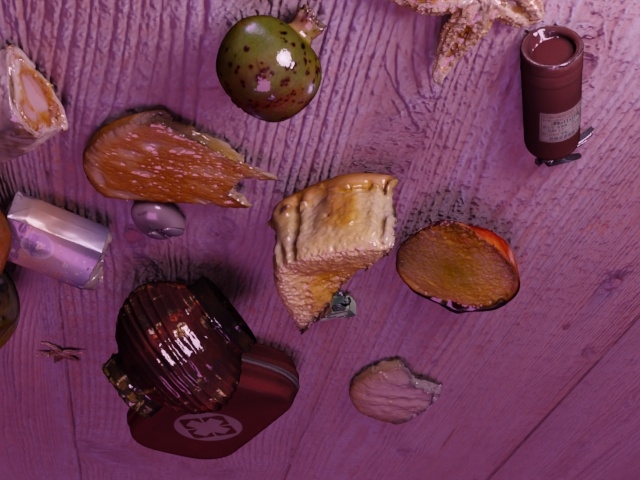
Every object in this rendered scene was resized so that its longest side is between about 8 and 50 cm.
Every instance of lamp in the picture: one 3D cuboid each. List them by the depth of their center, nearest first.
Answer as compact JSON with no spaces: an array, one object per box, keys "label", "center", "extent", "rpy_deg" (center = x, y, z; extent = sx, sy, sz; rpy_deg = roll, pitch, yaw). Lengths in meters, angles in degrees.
[{"label":"lamp","center":[-0.230,0.176,1.431],"extent":[0.247,0.247,0.247],"rpy_deg":[0,145,0]}]

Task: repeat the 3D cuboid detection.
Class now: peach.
[{"label":"peach","center":[0.208,0.023,1.353],"extent":[0.189,0.068,0.279],"rpy_deg":[0,148,14]}]

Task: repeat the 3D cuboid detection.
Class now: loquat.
[{"label":"loquat","center":[-0.559,0.104,1.374],"extent":[0.179,0.179,0.227],"rpy_deg":[11,161,-14]}]

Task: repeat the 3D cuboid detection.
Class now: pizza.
[{"label":"pizza","center":[-0.188,-0.104,1.201],"extent":[0.262,0.034,0.181],"rpy_deg":[9,145,-11]}]

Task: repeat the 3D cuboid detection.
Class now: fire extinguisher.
[{"label":"fire extinguisher","center":[0.296,-0.163,1.092],"extent":[0.099,0.071,0.231],"rpy_deg":[-30,144,-5]}]

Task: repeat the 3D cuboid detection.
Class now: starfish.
[{"label":"starfish","center":[0.166,-0.287,0.928],"extent":[0.231,0.048,0.295],"rpy_deg":[22,138,-28]},{"label":"starfish","center":[-0.489,0.213,1.674],"extent":[0.086,0.016,0.092],"rpy_deg":[-19,138,23]}]

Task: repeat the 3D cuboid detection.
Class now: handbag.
[{"label":"handbag","center":[-0.389,0.004,1.315],"extent":[0.173,0.095,0.117],"rpy_deg":[24,138,-19]}]

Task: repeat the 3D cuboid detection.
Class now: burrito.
[{"label":"burrito","center":[-0.464,-0.130,1.109],"extent":[0.299,0.105,0.143],"rpy_deg":[-18,145,22]}]

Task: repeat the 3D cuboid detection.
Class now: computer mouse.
[{"label":"computer mouse","center":[-0.239,-0.027,1.307],"extent":[0.066,0.039,0.096],"rpy_deg":[-12,144,17]}]

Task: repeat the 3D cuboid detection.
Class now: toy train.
[{"label":"toy train","center":[0.017,0.114,1.512],"extent":[0.083,0.033,0.053],"rpy_deg":[-15,146,21]}]

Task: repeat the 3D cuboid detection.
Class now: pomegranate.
[{"label":"pomegranate","center":[-0.053,-0.196,0.998],"extent":[0.130,0.130,0.130],"rpy_deg":[0,145,0]}]

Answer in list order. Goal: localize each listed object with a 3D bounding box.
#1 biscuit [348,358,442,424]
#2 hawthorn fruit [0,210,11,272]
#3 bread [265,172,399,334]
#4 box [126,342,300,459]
[{"label":"biscuit","center":[0.151,0.310,1.785],"extent":[0.188,0.040,0.265],"rpy_deg":[-1,145,6]},{"label":"hawthorn fruit","center":[-0.505,0.018,1.213],"extent":[0.149,0.149,0.189],"rpy_deg":[18,138,-23]},{"label":"bread","center":[-0.010,0.001,1.229],"extent":[0.133,0.174,0.251],"rpy_deg":[21,138,-21]},{"label":"box","center":[-0.215,0.317,1.738],"extent":[0.263,0.108,0.404],"rpy_deg":[18,141,-24]}]
